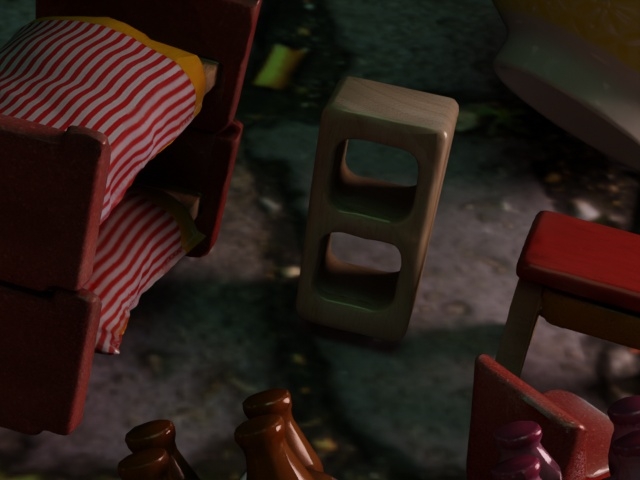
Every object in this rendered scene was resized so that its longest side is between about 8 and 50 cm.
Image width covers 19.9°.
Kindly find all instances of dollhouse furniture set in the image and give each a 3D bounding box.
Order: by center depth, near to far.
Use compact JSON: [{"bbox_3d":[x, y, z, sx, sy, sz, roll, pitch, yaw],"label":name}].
[{"bbox_3d":[0.000,0.000,0.819,0.374,0.152,0.201,15,30,9],"label":"dollhouse furniture set"}]

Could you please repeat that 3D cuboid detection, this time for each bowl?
[{"bbox_3d":[0.183,-0.129,0.997,0.289,0.289,0.156,32,88,27],"label":"bowl"}]

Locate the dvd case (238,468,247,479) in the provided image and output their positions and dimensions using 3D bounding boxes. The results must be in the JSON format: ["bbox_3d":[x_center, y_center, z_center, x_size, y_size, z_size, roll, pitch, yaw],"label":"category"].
[{"bbox_3d":[-0.004,0.195,0.709,0.179,0.029,0.238,23,43,17],"label":"dvd case"}]

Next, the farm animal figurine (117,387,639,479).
[{"bbox_3d":[-0.015,0.177,0.552,0.327,0.172,0.330,-21,13,-25],"label":"farm animal figurine"}]
